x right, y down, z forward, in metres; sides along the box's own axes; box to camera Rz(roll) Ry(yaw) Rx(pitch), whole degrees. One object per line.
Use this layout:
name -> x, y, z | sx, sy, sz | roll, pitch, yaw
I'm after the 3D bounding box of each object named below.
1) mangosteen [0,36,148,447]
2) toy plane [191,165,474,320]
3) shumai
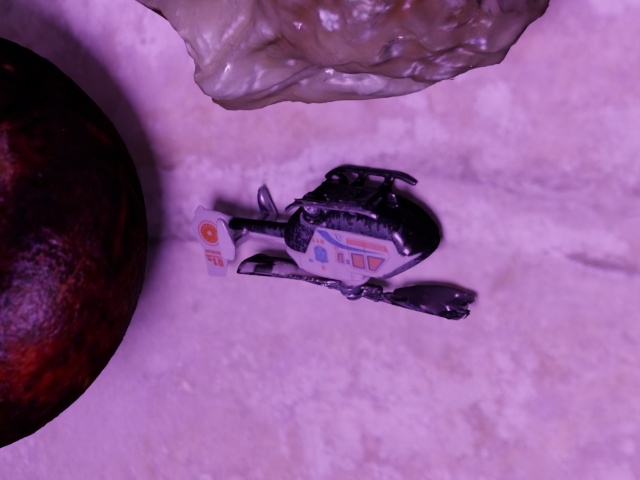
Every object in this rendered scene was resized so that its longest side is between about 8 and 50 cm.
mangosteen -> -0.256, 0.001, 1.104 | 0.297, 0.293, 0.297 | 1, 94, 8
toy plane -> -0.001, -0.001, 1.041 | 0.197, 0.053, 0.078 | 6, 120, 32
shumai -> -0.018, -0.159, 0.901 | 0.256, 0.189, 0.218 | 54, 129, 16
